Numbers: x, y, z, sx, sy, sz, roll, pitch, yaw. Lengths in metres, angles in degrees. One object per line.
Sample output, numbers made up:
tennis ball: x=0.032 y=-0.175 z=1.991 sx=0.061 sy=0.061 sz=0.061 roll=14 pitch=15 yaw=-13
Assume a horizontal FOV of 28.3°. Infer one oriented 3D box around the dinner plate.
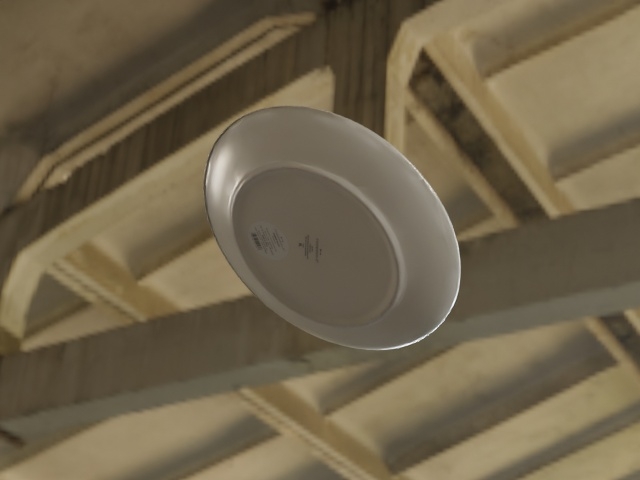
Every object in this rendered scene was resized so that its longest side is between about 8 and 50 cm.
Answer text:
dinner plate: x=0.000 y=0.000 z=0.614 sx=0.141 sy=0.017 sz=0.141 roll=19 pitch=-48 yaw=23
